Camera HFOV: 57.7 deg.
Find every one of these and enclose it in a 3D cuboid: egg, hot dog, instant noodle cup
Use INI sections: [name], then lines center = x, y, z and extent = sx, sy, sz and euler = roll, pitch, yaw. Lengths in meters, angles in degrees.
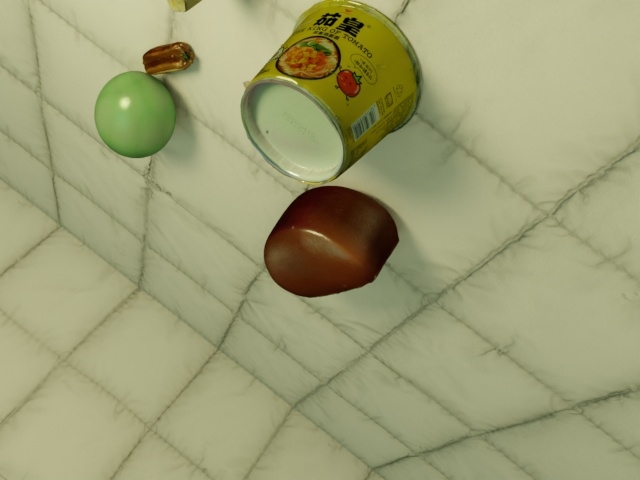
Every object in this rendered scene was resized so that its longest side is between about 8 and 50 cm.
[egg]
center = -0.523, -0.356, 1.648
extent = 0.220, 0.220, 0.269
euler = 37, 139, 3
[hot dog]
center = -0.399, -0.477, 1.529
extent = 0.188, 0.055, 0.072
euler = 4, 104, 35
[instant noodle cup]
center = 0.008, -0.284, 1.189
extent = 0.326, 0.254, 0.325
euler = 25, 146, 19

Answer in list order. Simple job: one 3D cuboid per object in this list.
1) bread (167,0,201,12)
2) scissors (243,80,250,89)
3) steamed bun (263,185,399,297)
[bread]
center = -0.246, -0.557, 1.173
extent = 0.060, 0.178, 0.139
euler = 23, 144, 18
[scissors]
center = -0.109, -0.275, 1.391
extent = 0.317, 0.024, 0.160
euler = 51, 159, 41
[steamed bun]
center = 0.000, 0.000, 1.552
extent = 0.248, 0.235, 0.379
euler = 48, 146, -18
